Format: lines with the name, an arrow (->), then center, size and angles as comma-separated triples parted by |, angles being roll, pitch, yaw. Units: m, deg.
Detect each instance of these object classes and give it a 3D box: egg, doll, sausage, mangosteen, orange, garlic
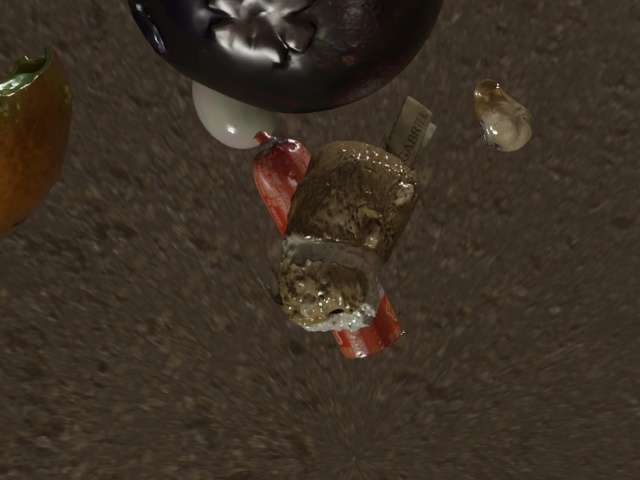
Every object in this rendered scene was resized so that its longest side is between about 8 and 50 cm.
egg -> -0.104, -0.177, 1.691 | 0.103, 0.103, 0.135 | -21, 97, -2
doll -> 0.030, -0.024, 1.192 | 0.115, 0.105, 0.221 | 27, 92, 13
sausage -> 0.000, 0.000, 1.508 | 0.074, 0.074, 0.274 | -29, 108, -3
mangosteen -> -0.023, -0.178, 0.820 | 0.194, 0.230, 0.194 | -1, 120, -1
orange -> -0.389, -0.081, 1.451 | 0.334, 0.262, 0.196 | -33, 102, 36
garlic -> 0.242, -0.154, 1.799 | 0.066, 0.152, 0.084 | -21, 63, 12
